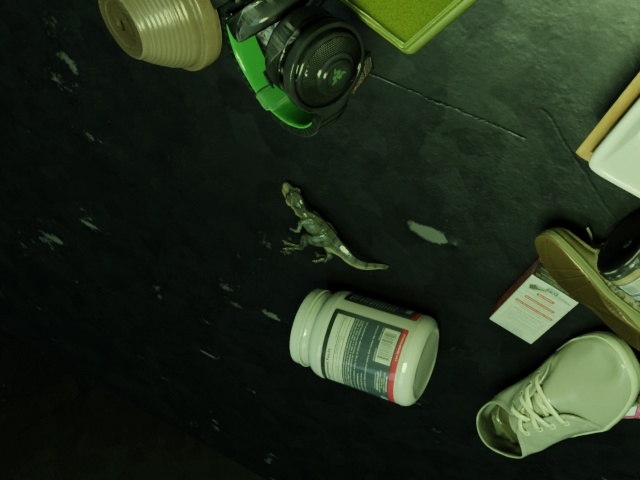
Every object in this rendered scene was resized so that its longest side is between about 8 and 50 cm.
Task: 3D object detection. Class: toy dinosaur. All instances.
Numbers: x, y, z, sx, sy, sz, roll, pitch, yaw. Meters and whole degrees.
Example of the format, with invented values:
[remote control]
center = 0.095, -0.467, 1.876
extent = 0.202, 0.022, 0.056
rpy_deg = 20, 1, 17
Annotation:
[toy dinosaur]
center = 0.000, 0.000, 1.493
extent = 0.268, 0.064, 0.118
rpy_deg = 40, 137, -15

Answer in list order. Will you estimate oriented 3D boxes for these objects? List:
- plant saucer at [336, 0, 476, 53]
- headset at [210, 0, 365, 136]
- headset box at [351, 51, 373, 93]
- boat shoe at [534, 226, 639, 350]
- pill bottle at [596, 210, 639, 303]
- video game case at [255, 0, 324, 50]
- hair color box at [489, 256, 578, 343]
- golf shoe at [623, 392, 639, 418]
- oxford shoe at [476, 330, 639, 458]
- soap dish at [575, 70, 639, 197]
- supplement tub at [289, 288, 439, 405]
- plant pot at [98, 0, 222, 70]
[plant saucer]
center = 0.108, -0.339, 0.998
extent = 0.188, 0.045, 0.188
rpy_deg = 31, 146, -19
[headset]
center = -0.067, -0.280, 1.010
extent = 0.243, 0.185, 0.394
rpy_deg = 51, 159, 11
[headset box]
center = 0.036, -0.257, 1.146
extent = 0.062, 0.083, 0.032
rpy_deg = 9, 137, 28
[boat shoe]
center = 0.468, 0.069, 1.209
extent = 0.285, 0.089, 0.104
rpy_deg = 43, 169, -9
[pill bottle]
center = 0.534, 0.062, 1.103
extent = 0.219, 0.123, 0.123
rpy_deg = 35, 144, -5
[video game case]
center = -0.092, -0.429, 1.086
extent = 0.248, 0.035, 0.275
rpy_deg = 41, 143, -10
[hair color box]
center = 0.385, 0.109, 1.331
extent = 0.093, 0.053, 0.167
rpy_deg = 32, 145, 4
[golf shoe]
center = 0.591, 0.310, 1.394
extent = 0.086, 0.067, 0.186
rpy_deg = 44, 142, -17
[oxford shoe]
center = 0.440, 0.313, 1.423
extent = 0.169, 0.130, 0.449
rpy_deg = 65, 151, 21
[soap dish]
center = 0.486, -0.155, 0.896
extent = 0.229, 0.118, 0.291
rpy_deg = 30, 144, 4
[supplement tub]
center = 0.094, 0.216, 1.556
extent = 0.272, 0.191, 0.191
rpy_deg = 16, 140, 23
[plant pot]
center = -0.270, -0.362, 1.175
extent = 0.237, 0.110, 0.237
rpy_deg = 40, 154, 25
